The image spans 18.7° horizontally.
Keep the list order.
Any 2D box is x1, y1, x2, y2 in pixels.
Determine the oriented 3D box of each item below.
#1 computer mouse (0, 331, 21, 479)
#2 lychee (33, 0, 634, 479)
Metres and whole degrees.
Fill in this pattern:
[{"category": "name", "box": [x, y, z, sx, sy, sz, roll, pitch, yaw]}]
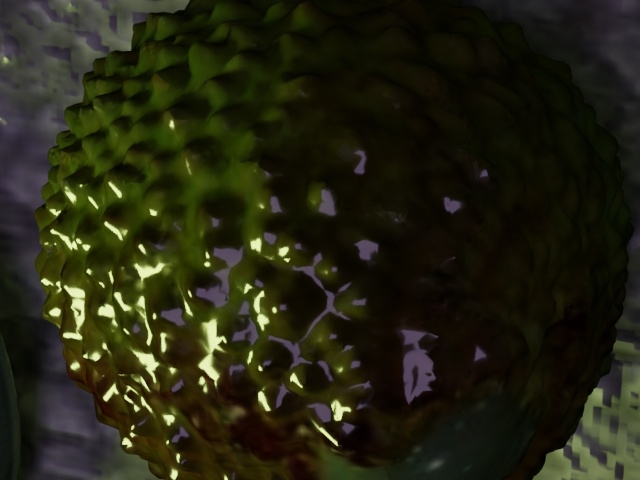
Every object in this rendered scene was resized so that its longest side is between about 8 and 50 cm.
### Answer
[{"category": "computer mouse", "box": [-0.255, 0.108, 0.689, 0.379, 0.090, 0.167, -39, 86, 27]}, {"category": "lychee", "box": [0.000, 0.000, 0.522, 0.171, 0.171, 0.171, 6, 106, 21]}]
